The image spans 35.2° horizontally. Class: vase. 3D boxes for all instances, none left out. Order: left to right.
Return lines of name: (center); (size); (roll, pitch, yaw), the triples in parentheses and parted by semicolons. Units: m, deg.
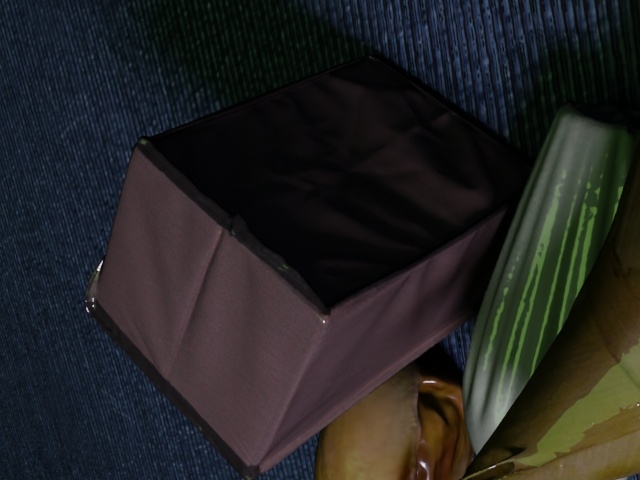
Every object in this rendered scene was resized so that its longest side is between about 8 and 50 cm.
vase: (0.163, 0.036, 0.640); (0.128, 0.128, 0.248); (22, 116, 37)

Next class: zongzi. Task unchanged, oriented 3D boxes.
zongzi: (0.164, -0.004, 0.519); (0.289, 0.123, 0.260); (-15, 100, 5)

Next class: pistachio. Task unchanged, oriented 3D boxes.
pistachio: (0.055, 0.188, 0.813); (0.165, 0.130, 0.210); (-134, 61, -80)

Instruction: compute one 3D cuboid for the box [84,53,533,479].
box: (0.000, 0.000, 0.684); (0.188, 0.252, 0.153); (41, 134, 25)
